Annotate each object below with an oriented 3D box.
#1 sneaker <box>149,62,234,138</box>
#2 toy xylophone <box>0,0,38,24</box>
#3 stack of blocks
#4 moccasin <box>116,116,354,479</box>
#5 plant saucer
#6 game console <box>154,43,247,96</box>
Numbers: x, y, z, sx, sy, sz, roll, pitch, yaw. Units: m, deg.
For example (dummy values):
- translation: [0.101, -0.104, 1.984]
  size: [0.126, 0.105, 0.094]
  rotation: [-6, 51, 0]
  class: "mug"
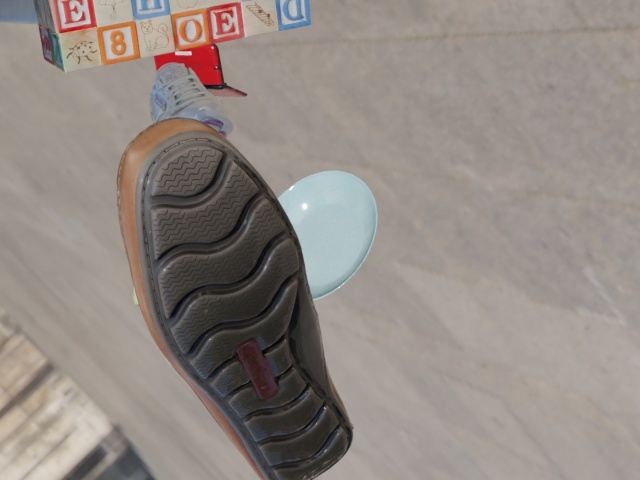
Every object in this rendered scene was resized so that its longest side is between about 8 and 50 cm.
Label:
- translation: [-0.218, -0.201, 1.917]
  size: [0.305, 0.114, 0.152]
  rotation: [-179, 71, -74]
  class: "sneaker"
- translation: [-0.434, -0.346, 1.580]
  size: [0.323, 0.236, 0.081]
  rotation: [36, 122, 40]
  class: "toy xylophone"
- translation: [-0.167, -0.303, 1.390]
  size: [0.087, 0.297, 0.171]
  rotation: [33, 133, 58]
  class: "stack of blocks"
- translation: [-0.070, 0.046, 1.009]
  size: [0.147, 0.139, 0.380]
  rotation: [50, 172, 42]
  class: "moccasin"
- translation: [0.000, 0.000, 1.675]
  size: [0.195, 0.195, 0.037]
  rotation: [34, 177, 41]
  class: "plant saucer"
- translation: [-0.220, -0.312, 2.297]
  size: [0.144, 0.085, 0.124]
  rotation: [5, 116, 29]
  class: "game console"
